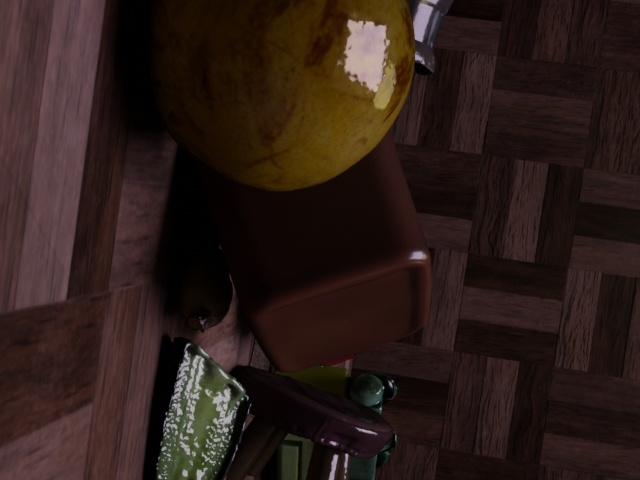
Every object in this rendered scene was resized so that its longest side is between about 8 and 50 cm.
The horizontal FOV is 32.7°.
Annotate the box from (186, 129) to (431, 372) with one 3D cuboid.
[{"bbox_3d":[0.000,0.000,1.352,0.339,0.239,0.229,76,-5,-70],"label":"box"}]

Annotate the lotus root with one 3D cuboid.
[{"bbox_3d":[-0.141,0.063,1.330,0.150,0.062,0.073,-83,168,-56],"label":"lotus root"}]

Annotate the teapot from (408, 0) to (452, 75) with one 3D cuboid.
[{"bbox_3d":[0.122,-0.498,1.972,0.376,0.305,0.362,10,95,-54],"label":"teapot"}]

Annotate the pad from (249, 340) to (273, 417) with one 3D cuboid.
[{"bbox_3d":[-0.108,0.243,1.976,0.235,0.003,0.158,69,30,-74],"label":"pad"}]

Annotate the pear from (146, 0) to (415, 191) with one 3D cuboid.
[{"bbox_3d":[-0.041,-0.186,1.082,0.281,0.280,0.281,8,90,-82],"label":"pear"}]

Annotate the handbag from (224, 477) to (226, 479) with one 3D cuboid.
[{"bbox_3d":[-0.163,0.352,1.498,0.157,0.059,0.213,-54,151,-73],"label":"handbag"}]

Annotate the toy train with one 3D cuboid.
[{"bbox_3d":[0.020,0.390,2.125,0.160,0.253,0.397,-83,176,-46],"label":"toy train"}]

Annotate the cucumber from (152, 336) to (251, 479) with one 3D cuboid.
[{"bbox_3d":[-0.157,0.218,1.338,0.115,0.085,0.193,14,84,-38],"label":"cucumber"}]

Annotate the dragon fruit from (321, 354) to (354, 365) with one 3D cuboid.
[{"bbox_3d":[0.003,0.093,1.784,0.299,0.244,0.244,118,-13,-62],"label":"dragon fruit"}]

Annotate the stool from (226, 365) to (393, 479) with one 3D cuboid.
[{"bbox_3d":[-0.035,0.326,1.747,0.272,0.272,0.179,33,79,-81],"label":"stool"}]
